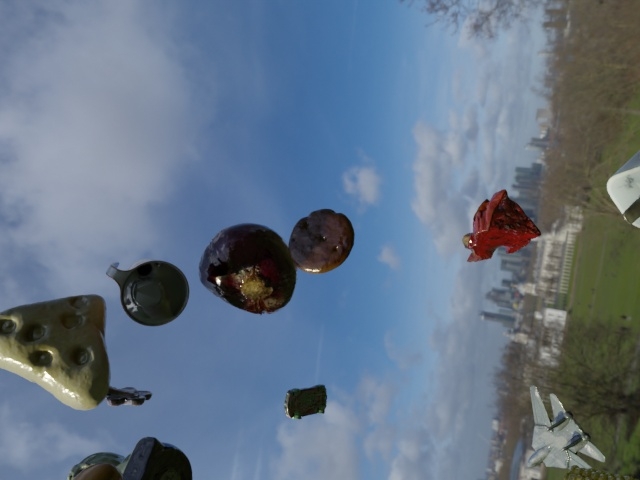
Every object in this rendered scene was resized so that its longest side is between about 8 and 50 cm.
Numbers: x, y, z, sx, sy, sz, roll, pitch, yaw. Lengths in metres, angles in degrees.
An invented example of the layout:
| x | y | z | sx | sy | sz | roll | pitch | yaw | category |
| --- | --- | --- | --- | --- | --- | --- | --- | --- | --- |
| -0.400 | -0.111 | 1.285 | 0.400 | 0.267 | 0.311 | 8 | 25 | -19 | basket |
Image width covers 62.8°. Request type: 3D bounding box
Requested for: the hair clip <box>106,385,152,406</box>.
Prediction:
| x | y | z | sx | sy | sz | roll | pitch | yaw | category |
| --- | --- | --- | --- | --- | --- | --- | --- | --- | --- |
| -0.639 | 0.451 | 1.569 | 0.146 | 0.257 | 0.075 | 145 | 141 | -80 | hair clip |

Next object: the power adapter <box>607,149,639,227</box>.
| x | y | z | sx | sy | sz | roll | pitch | yaw | category |
| --- | --- | --- | --- | --- | --- | --- | --- | --- | --- |
| 0.609 | -0.109 | 0.882 | 0.255 | 0.124 | 0.187 | -38 | 2 | -20 | power adapter |

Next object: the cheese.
| x | y | z | sx | sy | sz | roll | pitch | yaw | category |
| --- | --- | --- | --- | --- | --- | --- | --- | --- | --- |
| -0.764 | 0.321 | 1.460 | 0.130 | 0.328 | 0.351 | 113 | 146 | -48 | cheese |

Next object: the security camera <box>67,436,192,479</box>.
| x | y | z | sx | sy | sz | roll | pitch | yaw | category |
| --- | --- | --- | --- | --- | --- | --- | --- | --- | --- |
| -0.460 | 0.582 | 1.227 | 0.197 | 0.277 | 0.191 | -79 | -30 | -44 | security camera |

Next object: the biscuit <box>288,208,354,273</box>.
| x | y | z | sx | sy | sz | roll | pitch | yaw | category |
| --- | --- | --- | --- | --- | --- | --- | --- | --- | --- |
| 0.000 | 0.000 | 1.531 | 0.036 | 0.212 | 0.212 | 55 | -132 | -55 | biscuit |

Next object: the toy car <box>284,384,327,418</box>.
| x | y | z | sx | sy | sz | roll | pitch | yaw | category |
| --- | --- | --- | --- | --- | --- | --- | --- | --- | --- |
| -0.038 | 0.389 | 1.273 | 0.142 | 0.055 | 0.069 | 7 | -99 | -46 | toy car |

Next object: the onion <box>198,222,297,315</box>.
| x | y | z | sx | sy | sz | roll | pitch | yaw | category |
| --- | --- | --- | --- | --- | --- | --- | --- | --- | --- |
| -0.222 | 0.074 | 1.762 | 0.260 | 0.336 | 0.282 | -62 | 14 | 12 | onion |

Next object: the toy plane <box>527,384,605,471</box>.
| x | y | z | sx | sy | sz | roll | pitch | yaw | category |
| --- | --- | --- | --- | --- | --- | --- | --- | --- | --- |
| 0.491 | 0.430 | 1.099 | 0.088 | 0.212 | 0.267 | -25 | -34 | -11 | toy plane |

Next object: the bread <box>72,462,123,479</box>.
| x | y | z | sx | sy | sz | roll | pitch | yaw | category |
| --- | --- | --- | --- | --- | --- | --- | --- | --- | --- |
| -0.417 | 0.462 | 0.836 | 0.239 | 0.073 | 0.093 | -53 | -23 | -54 | bread |

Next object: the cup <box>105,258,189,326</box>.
| x | y | z | sx | sy | sz | roll | pitch | yaw | category |
| --- | --- | --- | --- | --- | --- | --- | --- | --- | --- |
| -0.507 | 0.123 | 1.512 | 0.226 | 0.264 | 0.182 | 32 | -97 | -24 | cup |

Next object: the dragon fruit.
| x | y | z | sx | sy | sz | roll | pitch | yaw | category |
| --- | --- | --- | --- | --- | --- | --- | --- | --- | --- |
| 0.350 | -0.020 | 1.049 | 0.192 | 0.122 | 0.092 | 84 | -174 | -64 | dragon fruit |

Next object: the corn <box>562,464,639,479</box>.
| x | y | z | sx | sy | sz | roll | pitch | yaw | category |
| --- | --- | --- | --- | --- | --- | --- | --- | --- | --- |
| 0.434 | 0.368 | 0.640 | 0.122 | 0.305 | 0.123 | 29 | -107 | -61 | corn |
